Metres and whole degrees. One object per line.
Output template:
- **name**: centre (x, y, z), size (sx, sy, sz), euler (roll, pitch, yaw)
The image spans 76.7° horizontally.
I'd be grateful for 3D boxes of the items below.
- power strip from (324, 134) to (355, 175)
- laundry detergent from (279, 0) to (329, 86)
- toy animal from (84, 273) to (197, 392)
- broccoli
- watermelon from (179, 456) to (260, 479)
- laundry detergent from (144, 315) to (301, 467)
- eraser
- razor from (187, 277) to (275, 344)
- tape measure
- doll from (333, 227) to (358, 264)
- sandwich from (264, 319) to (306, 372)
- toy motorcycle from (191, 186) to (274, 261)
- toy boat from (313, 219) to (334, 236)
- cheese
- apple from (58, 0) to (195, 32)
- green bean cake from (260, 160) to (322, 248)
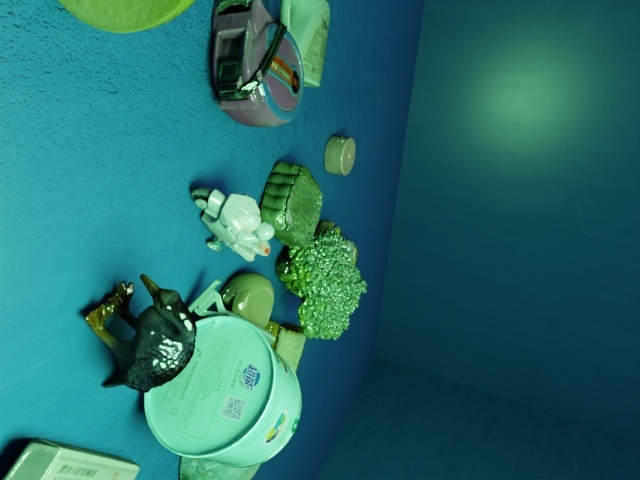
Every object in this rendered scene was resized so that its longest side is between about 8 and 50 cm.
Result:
- **power strip**: centre (0.076, -0.335, 1.585), size (0.154, 0.078, 0.154), euler (-46, 143, -51)
- **laundry detergent**: centre (-0.047, -0.560, 1.056), size (0.215, 0.105, 0.280), euler (-24, 126, -64)
- **toy animal**: centre (-0.306, 0.175, 0.705), size (0.298, 0.185, 0.122), euler (-66, 173, 30)
- **broccoli**: centre (0.000, 0.130, 1.396), size (0.277, 0.317, 0.338), euler (-24, 118, -16)
- **watermelon**: centre (-0.253, 0.572, 1.114), size (0.188, 0.175, 0.322), euler (47, 57, -68)
- **laundry detergent**: centre (-0.202, 0.367, 0.953), size (0.305, 0.287, 0.287), euler (71, 37, -56)
- **eraser**: centre (-0.424, 0.419, 0.713), size (0.352, 0.061, 0.089), euler (75, 35, -53)
- **razor**: centre (-0.201, 0.202, 1.003), size (0.111, 0.056, 0.278), euler (-46, 132, -2)
- **tape measure**: centre (-0.136, -0.377, 0.888), size (0.231, 0.149, 0.245), euler (13, 83, -68)
- **doll**: centre (0.114, 0.040, 1.912), size (0.103, 0.145, 0.316), euler (-37, 148, 0)
- **sandwich**: centre (-0.154, 0.409, 1.404), size (0.273, 0.095, 0.249), euler (41, 64, -67)
- **toy motorcycle**: centre (-0.183, -0.031, 0.929), size (0.110, 0.171, 0.260), euler (-66, 155, -24)
- **toy boat**: centre (0.000, 0.000, 1.628), size (0.077, 0.057, 0.200), euler (87, 24, -53)
- **cheese**: centre (-0.204, 0.170, 1.120), size (0.202, 0.091, 0.175), euler (60, 47, -60)
- **apple**: centre (-0.238, -0.380, 0.428), size (0.292, 0.254, 0.292), euler (8, 90, -72)
- **green bean cake**: centre (-0.088, -0.101, 1.230), size (0.227, 0.125, 0.222), euler (48, 57, -61)
